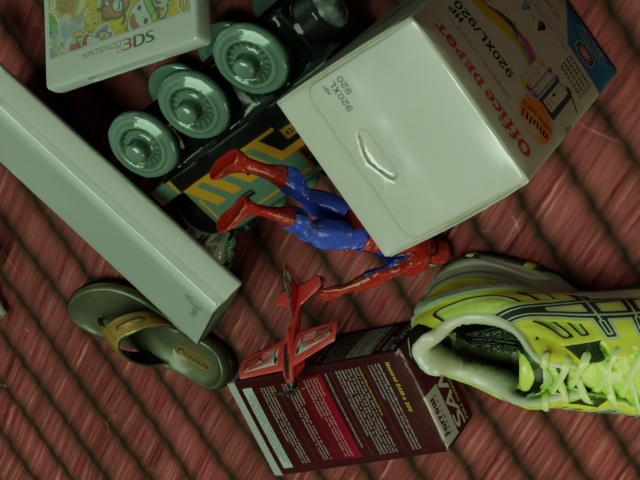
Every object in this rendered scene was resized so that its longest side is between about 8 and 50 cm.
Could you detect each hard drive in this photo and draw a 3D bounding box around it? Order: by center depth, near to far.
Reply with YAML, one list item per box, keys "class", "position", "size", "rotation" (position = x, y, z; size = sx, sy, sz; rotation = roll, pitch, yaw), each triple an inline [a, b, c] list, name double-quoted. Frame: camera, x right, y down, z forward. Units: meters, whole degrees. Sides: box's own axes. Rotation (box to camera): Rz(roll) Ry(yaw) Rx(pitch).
- class: "hard drive"
  position: [-0.238, -0.038, 1.714]
  size: [0.353, 0.047, 0.233]
  rotation: [42, 165, 2]

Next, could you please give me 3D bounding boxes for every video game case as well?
- class: "video game case"
  position: [-0.193, -0.275, 1.550]
  size: [0.206, 0.026, 0.227]
  rotation: [-12, 75, 37]

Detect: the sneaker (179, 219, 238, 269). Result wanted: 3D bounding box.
- class: "sneaker"
  position: [-0.128, 0.000, 1.754]
  size: [0.069, 0.038, 0.098]
  rotation: [27, 119, 16]

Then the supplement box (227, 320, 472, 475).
- class: "supplement box"
  position: [0.030, 0.173, 1.738]
  size: [0.239, 0.073, 0.130]
  rotation: [-13, 111, 37]

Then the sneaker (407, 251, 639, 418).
- class: "sneaker"
  position: [0.264, 0.120, 1.519]
  size: [0.384, 0.147, 0.145]
  rotation: [7, 119, 26]

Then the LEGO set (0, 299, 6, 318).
- class: "LEGO set"
  position: [-0.531, 0.103, 2.008]
  size: [0.287, 0.107, 0.132]
  rotation: [-25, 103, 38]

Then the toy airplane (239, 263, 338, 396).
- class: "toy airplane"
  position: [-0.031, 0.098, 1.709]
  size: [0.151, 0.151, 0.028]
  rotation: [-25, 144, 39]

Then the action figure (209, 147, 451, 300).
- class: "action figure"
  position: [0.000, 0.000, 1.565]
  size: [0.280, 0.091, 0.139]
  rotation: [14, 144, -34]

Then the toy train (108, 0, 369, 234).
- class: "toy train"
  position: [-0.065, -0.121, 1.584]
  size: [0.190, 0.142, 0.334]
  rotation: [46, 131, -13]

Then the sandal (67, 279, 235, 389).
- class: "sandal"
  position: [-0.203, 0.117, 1.851]
  size: [0.219, 0.060, 0.090]
  rotation: [30, 129, 12]

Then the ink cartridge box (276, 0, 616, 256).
- class: "ink cartridge box"
  position: [0.115, -0.131, 1.399]
  size: [0.168, 0.233, 0.171]
  rotation: [-30, 100, 40]
